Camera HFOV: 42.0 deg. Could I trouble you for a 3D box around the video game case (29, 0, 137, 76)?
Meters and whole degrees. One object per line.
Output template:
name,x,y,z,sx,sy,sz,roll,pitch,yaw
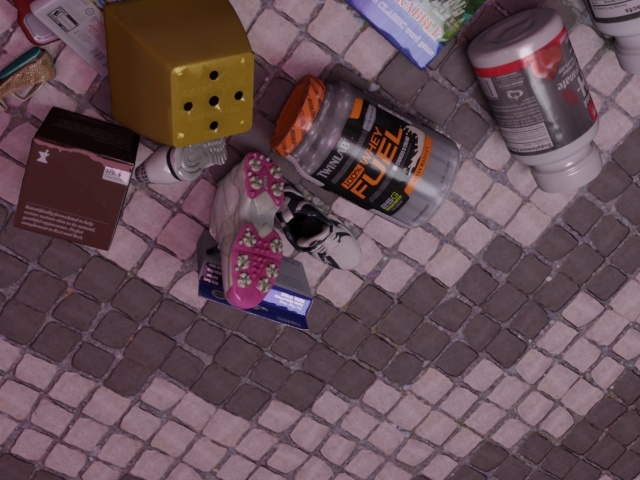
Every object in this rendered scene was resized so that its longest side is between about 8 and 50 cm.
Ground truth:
video game case,-0.331,-0.379,1.375,0.206,0.026,0.227,-30,159,5

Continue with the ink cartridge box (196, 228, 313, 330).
ink cartridge box,-0.125,0.070,1.579,0.223,0.224,0.045,20,110,-17

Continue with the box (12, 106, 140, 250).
box,-0.422,-0.112,1.462,0.168,0.203,0.167,16,110,-14

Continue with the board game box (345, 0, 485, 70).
board game box,0.169,-0.520,1.452,0.318,0.066,0.318,37,103,-22

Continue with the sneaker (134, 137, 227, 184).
sneaker,-0.240,-0.155,1.472,0.094,0.235,0.090,-16,101,22

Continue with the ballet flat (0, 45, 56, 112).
ballet flat,-0.552,-0.261,1.452,0.206,0.073,0.067,-26,130,7

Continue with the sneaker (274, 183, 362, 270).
sneaker,0.000,0.000,1.606,0.094,0.153,0.235,-37,114,9

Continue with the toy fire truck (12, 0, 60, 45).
toy fire truck,-0.382,-0.466,1.354,0.302,0.169,0.254,-20,141,-1

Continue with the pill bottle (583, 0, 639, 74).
pill bottle,0.550,-0.489,1.449,0.210,0.210,0.363,-29,115,4

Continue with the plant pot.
plant pot,-0.217,-0.269,1.375,0.212,0.187,0.212,-17,134,-27

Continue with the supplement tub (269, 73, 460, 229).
supplement tub,0.079,-0.164,1.525,0.316,0.193,0.194,25,108,-18

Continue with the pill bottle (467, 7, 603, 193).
pill bottle,0.411,-0.252,1.549,0.176,0.176,0.319,-28,115,4

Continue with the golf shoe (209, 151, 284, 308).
golf shoe,-0.144,-0.009,1.519,0.140,0.306,0.115,-21,142,39
